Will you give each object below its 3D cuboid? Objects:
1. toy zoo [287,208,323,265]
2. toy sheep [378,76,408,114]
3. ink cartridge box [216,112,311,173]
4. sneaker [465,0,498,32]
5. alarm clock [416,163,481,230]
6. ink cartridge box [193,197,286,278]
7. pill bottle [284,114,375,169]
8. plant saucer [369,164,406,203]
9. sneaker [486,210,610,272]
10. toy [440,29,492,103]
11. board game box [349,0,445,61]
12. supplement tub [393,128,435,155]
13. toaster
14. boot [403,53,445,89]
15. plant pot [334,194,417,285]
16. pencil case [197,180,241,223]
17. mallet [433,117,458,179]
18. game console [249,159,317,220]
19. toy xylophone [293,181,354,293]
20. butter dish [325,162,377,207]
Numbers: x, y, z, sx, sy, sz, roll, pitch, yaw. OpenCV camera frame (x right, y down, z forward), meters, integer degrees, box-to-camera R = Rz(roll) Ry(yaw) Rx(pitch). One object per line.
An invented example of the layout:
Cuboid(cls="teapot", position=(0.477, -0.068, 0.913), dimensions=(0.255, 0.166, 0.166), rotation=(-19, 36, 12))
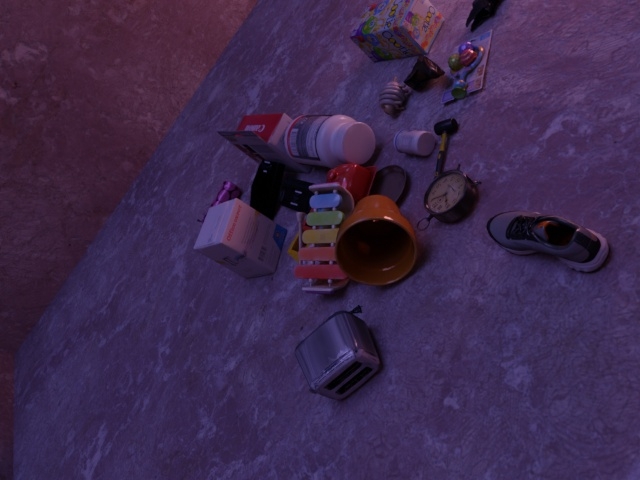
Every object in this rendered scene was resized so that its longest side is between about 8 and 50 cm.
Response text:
Cuboid(cls="toy zoo", position=(0.000, -0.025, 1.812), dimensions=(0.192, 0.030, 0.293), rotation=(21, 80, 55))
Cuboid(cls="toy sheep", position=(0.229, -0.459, 1.839), dimensions=(0.091, 0.091, 0.132), rotation=(-6, 64, 49))
Cuboid(cls="ink cartridge box", position=(-0.191, -0.375, 2.121), dimensions=(0.309, 0.272, 0.130), rotation=(15, 75, 54))
Cuboid(cls="sneaker", position=(0.508, -0.708, 1.731), dimensions=(0.170, 0.051, 0.089), rotation=(-30, 42, 40))
Cuboid(cls="alarm clock", position=(0.313, -0.095, 1.453), dimensions=(0.192, 0.064, 0.129), rotation=(-45, 36, 12))
Cuboid(cls="ink cartridge box", position=(-0.267, -0.003, 1.944), dimensions=(0.168, 0.232, 0.171), rotation=(-13, 52, 45))
Cuboid(cls="pill bottle", position=(0.031, -0.321, 1.886), dimensions=(0.318, 0.176, 0.176), rotation=(18, 77, 55))
Cuboid(cls="plant saucer", position=(0.187, -0.142, 1.678), dimensions=(0.168, 0.029, 0.168), rotation=(-32, 40, 32))
Cuboid(cls="sneaker", position=(0.448, -0.020, 1.187), dimensions=(0.271, 0.108, 0.100), rotation=(21, 81, 57))
Cuboid(cls="toy", position=(0.414, -0.518, 1.682), dimensions=(0.137, 0.056, 0.237), rotation=(-13, 53, 45))
Cuboid(cls="board game box", position=(0.255, -0.719, 1.966), dimensions=(0.275, 0.142, 0.144), rotation=(15, 75, 55))
Cuboid(cls="supplement tub", position=(0.267, -0.281, 1.657), dimensions=(0.107, 0.071, 0.071), rotation=(21, 80, 55))
Cuboid(cls="toaster", position=(0.049, 0.281, 1.418), dimensions=(0.227, 0.129, 0.146), rotation=(-42, 40, 17))
Cuboid(cls="boot", position=(0.312, -0.495, 1.759), dimensions=(0.106, 0.082, 0.219), rotation=(-54, 12, 22))
Cuboid(cls="plant pot", position=(0.144, -0.019, 1.503), dimensions=(0.205, 0.205, 0.188), rotation=(-38, 23, 25))
Cuboid(cls="pencil case", position=(-0.410, -0.143, 2.369), dimensions=(0.209, 0.095, 0.098), rotation=(-59, 18, -8))
Cuboid(cls="mallet", position=(0.327, -0.249, 1.592), dimensions=(0.062, 0.039, 0.190), rotation=(0, 66, 50))
Cuboid(cls="game console", position=(-0.128, -0.160, 2.038), dimensions=(0.361, 0.044, 0.213), rotation=(20, 98, 46))
Cuboid(cls="toy xylophone", position=(0.000, 0.000, 1.666), dimensions=(0.236, 0.081, 0.323), rotation=(-12, 76, 40))
Cuboid(cls="butter dish", position=(0.066, -0.169, 1.718), dimensions=(0.160, 0.118, 0.160), rotation=(-6, 56, 48))
